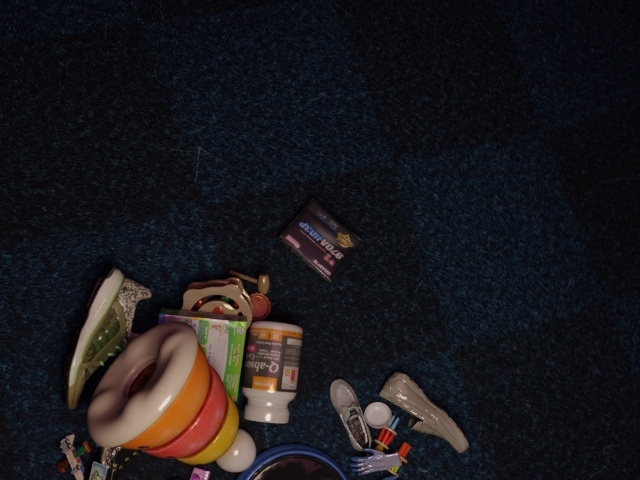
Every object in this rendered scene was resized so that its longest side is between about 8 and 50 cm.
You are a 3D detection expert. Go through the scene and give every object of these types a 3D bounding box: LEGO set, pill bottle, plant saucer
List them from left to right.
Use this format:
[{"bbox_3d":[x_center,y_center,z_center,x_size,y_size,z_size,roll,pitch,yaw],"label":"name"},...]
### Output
[{"bbox_3d":[-0.635,0.634,1.511,0.182,0.060,0.244,10,87,23],"label":"LEGO set"},{"bbox_3d":[-0.197,0.206,1.759,0.083,0.013,0.084,3,78,-13],"label":"plant saucer"},{"bbox_3d":[-0.143,0.382,1.656,0.162,0.162,0.279,9,76,-11],"label":"pill bottle"}]

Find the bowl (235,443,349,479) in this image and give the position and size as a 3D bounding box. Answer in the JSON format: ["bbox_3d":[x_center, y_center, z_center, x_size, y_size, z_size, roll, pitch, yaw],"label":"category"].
[{"bbox_3d":[-0.078,0.792,1.618,0.390,0.077,0.392,3,77,-14],"label":"bowl"}]

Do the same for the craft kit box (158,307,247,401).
[{"bbox_3d":[-0.347,0.330,1.625,0.246,0.061,0.250,8,100,-7],"label":"craft kit box"}]

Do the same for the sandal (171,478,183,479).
[{"bbox_3d":[-0.453,0.794,1.527,0.120,0.086,0.303,38,76,3],"label":"sandal"}]

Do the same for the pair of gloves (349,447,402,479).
[{"bbox_3d":[0.171,0.703,1.684,0.159,0.023,0.198,-10,102,1],"label":"pair of gloves"}]

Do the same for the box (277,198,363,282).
[{"bbox_3d":[0.000,0.000,1.830,0.220,0.051,0.175,42,72,-2],"label":"box"}]

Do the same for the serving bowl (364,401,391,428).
[{"bbox_3d":[0.178,0.545,1.751,0.083,0.027,0.083,-4,47,5],"label":"serving bowl"}]

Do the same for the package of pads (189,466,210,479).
[{"bbox_3d":[-0.349,0.690,1.606,0.050,0.032,0.083,18,74,-1],"label":"package of pads"}]

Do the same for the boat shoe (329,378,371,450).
[{"bbox_3d":[0.099,0.529,1.720,0.079,0.081,0.228,-21,84,-16],"label":"boat shoe"}]

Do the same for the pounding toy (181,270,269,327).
[{"bbox_3d":[-0.282,0.186,1.711,0.269,0.155,0.154,-7,104,-2],"label":"pounding toy"}]

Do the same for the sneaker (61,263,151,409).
[{"bbox_3d":[-0.595,0.282,1.595,0.182,0.158,0.411,24,78,-25],"label":"sneaker"}]

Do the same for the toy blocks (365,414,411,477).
[{"bbox_3d":[0.227,0.630,1.742,0.123,0.054,0.148,36,72,-3],"label":"toy blocks"}]

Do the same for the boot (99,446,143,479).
[{"bbox_3d":[-0.513,0.591,1.566,0.178,0.085,0.237,3,79,-15],"label":"boot"}]

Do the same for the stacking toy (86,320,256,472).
[{"bbox_3d":[-0.331,0.478,1.507,0.351,0.350,0.480,-51,120,-18],"label":"stacking toy"}]

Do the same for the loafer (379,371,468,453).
[{"bbox_3d":[0.319,0.549,1.758,0.319,0.112,0.111,43,77,7],"label":"loafer"}]
